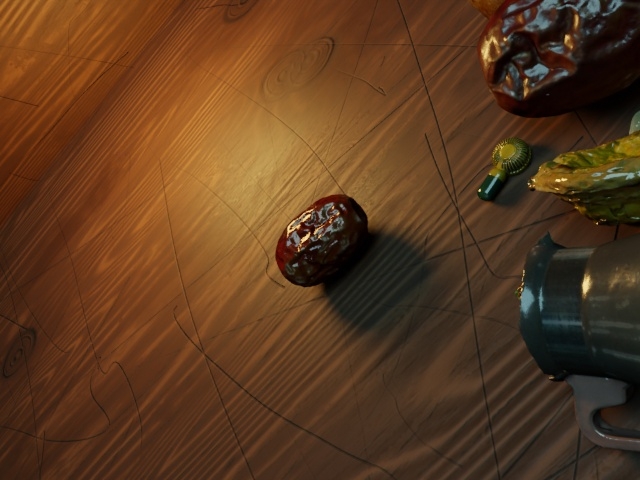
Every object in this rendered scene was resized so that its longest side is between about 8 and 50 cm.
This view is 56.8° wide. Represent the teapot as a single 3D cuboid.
[{"bbox_3d":[0.510,0.142,0.912,0.362,0.306,0.375,-6,92,46],"label":"teapot"}]

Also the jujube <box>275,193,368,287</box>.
[{"bbox_3d":[0.000,0.000,1.442,0.250,0.174,0.174,-42,48,20],"label":"jujube"}]

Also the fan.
[{"bbox_3d":[0.395,-0.154,1.289,0.082,0.039,0.155,33,91,43],"label":"fan"}]

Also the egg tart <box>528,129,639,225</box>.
[{"bbox_3d":[0.542,-0.114,1.016,0.341,0.341,0.129,-12,105,34],"label":"egg tart"}]

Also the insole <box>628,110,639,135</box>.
[{"bbox_3d":[0.611,-0.146,1.131,0.081,0.011,0.247,6,72,41],"label":"insole"}]

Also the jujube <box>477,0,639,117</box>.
[{"bbox_3d":[0.506,-0.406,1.165,0.377,0.276,0.276,-24,55,36],"label":"jujube"}]

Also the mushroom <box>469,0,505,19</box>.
[{"bbox_3d":[0.473,-0.592,1.308,0.283,0.263,0.195,-46,68,39],"label":"mushroom"}]

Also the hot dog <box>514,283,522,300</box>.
[{"bbox_3d":[0.433,0.089,1.138,0.122,0.037,0.049,-27,57,28],"label":"hot dog"}]
